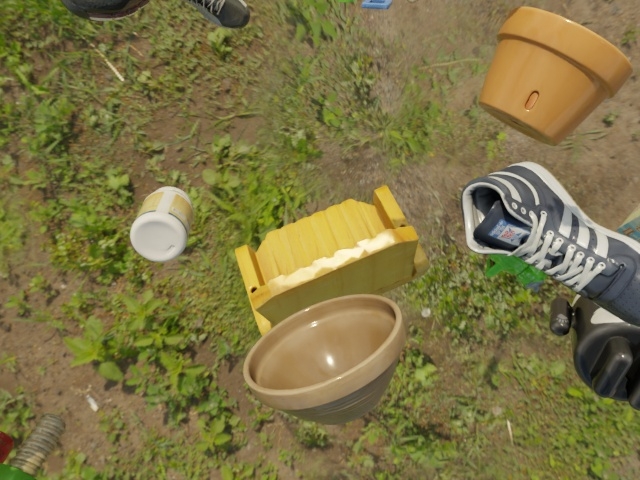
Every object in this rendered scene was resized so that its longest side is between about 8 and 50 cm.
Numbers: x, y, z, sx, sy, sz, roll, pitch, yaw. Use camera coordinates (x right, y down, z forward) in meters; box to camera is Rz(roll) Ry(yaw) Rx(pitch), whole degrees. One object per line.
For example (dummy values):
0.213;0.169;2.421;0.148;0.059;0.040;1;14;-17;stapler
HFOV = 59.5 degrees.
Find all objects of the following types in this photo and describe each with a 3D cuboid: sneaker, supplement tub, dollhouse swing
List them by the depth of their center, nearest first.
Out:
0.295;0.012;0.705;0.282;0.153;0.099;53;137;29;sneaker
-0.243;-0.425;0.812;0.281;0.162;0.106;-38;101;-33;sneaker
0.000;0.000;1.080;0.347;0.305;0.315;-23;57;0;dollhouse swing
-0.282;-0.559;1.295;0.229;0.132;0.086;29;115;1;sneaker
-0.421;-0.049;1.512;0.144;0.199;0.144;-1;120;-2;supplement tub

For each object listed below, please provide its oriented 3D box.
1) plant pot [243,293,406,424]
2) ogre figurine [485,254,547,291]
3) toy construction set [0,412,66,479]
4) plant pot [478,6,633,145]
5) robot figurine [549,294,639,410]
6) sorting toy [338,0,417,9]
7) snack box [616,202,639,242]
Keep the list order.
0.018;0.183;0.801;0.237;0.237;0.109;-18;108;10;plant pot
0.310;0.004;0.898;0.097;0.118;0.197;-20;115;40;ogre figurine
-0.265;0.101;0.202;0.257;0.237;0.309;-2;131;21;toy construction set
0.486;-0.343;1.229;0.291;0.291;0.203;30;104;0;plant pot
0.545;0.178;1.014;0.173;0.278;0.209;-33;100;31;robot figurine
0.173;-0.640;1.395;0.196;0.348;0.047;18;129;25;sorting toy
0.608;-0.100;0.896;0.060;0.322;0.187;41;89;14;snack box
